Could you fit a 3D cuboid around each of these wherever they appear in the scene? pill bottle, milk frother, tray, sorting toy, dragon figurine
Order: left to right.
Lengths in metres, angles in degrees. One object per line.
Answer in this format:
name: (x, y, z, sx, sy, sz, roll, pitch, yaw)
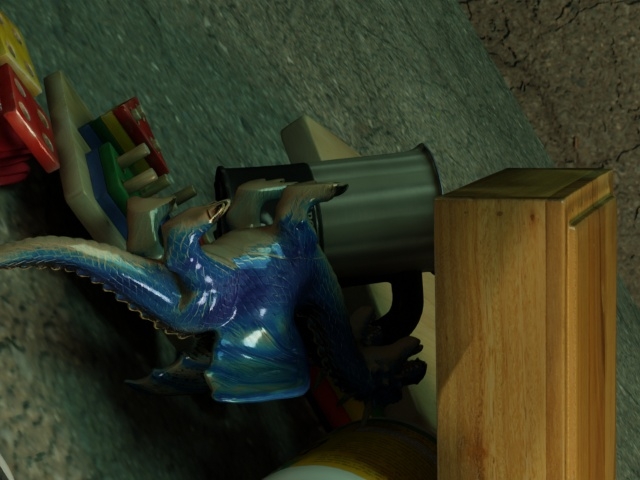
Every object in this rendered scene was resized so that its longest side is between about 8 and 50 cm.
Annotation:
sorting toy: (-0.108, -0.032, 0.985, 0.274, 0.046, 0.132, 58, 7, -38)
dragon figurine: (-0.053, 0.045, 0.909, 0.289, 0.085, 0.144, -11, 100, -43)
milk frother: (0.000, 0.000, 1.088, 0.143, 0.135, 0.129, -122, -152, -69)
pill bottle: (0.010, 0.171, 0.916, 0.117, 0.117, 0.208, 59, 18, 4)
sorting toy: (0.055, 0.074, 1.238, 0.257, 0.089, 0.255, 34, 30, -53)
tray: (0.123, 0.171, 0.959, 0.203, 0.076, 0.411, -22, 111, -72)

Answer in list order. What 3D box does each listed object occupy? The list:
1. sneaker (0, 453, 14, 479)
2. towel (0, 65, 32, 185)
sneaker: (-0.205, 0.035, 0.674, 0.223, 0.083, 0.098, 58, -3, -14)
towel: (-0.255, -0.144, 0.873, 0.275, 0.031, 0.199, 59, 18, 3)
